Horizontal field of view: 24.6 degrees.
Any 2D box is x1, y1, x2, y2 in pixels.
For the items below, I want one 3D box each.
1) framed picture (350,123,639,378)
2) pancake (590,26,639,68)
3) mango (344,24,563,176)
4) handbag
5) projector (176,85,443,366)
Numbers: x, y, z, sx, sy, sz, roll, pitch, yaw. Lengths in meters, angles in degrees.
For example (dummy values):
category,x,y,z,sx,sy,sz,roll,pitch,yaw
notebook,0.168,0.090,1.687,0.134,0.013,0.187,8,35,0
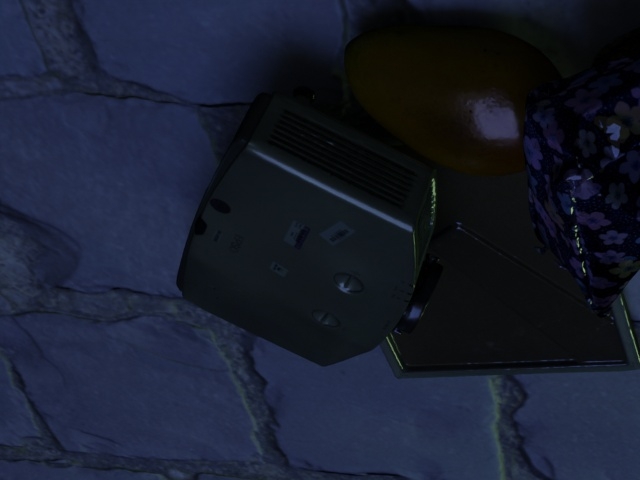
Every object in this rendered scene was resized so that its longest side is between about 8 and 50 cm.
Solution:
category,x,y,z,sx,sy,sz,roll,pitch,yaw
framed picture,0.128,0.015,1.239,0.240,0.020,0.324,-5,138,23
pancake,0.246,-0.111,1.056,0.115,0.011,0.115,8,140,7
mango,0.099,-0.103,1.056,0.163,0.089,0.111,9,131,22
handbag,0.240,-0.063,0.981,0.208,0.127,0.229,-26,146,-2
projector,0.000,0.000,1.163,0.193,0.088,0.269,27,149,-2
